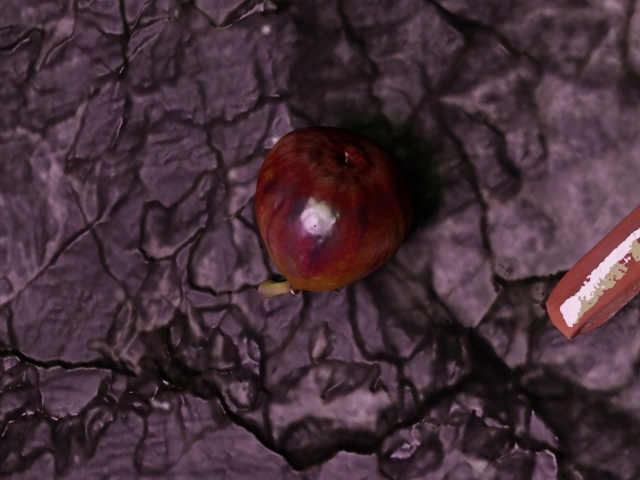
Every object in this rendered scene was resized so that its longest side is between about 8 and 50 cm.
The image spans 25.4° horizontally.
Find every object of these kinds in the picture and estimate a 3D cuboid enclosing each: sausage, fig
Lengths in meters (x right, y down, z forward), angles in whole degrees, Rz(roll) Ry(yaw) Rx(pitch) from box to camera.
[{"bbox_3d":[0.170,-0.006,0.709,0.147,0.035,0.030,-45,56,22],"label":"sausage"},{"bbox_3d":[0.000,0.000,0.781,0.089,0.089,0.125,37,136,19],"label":"fig"}]
